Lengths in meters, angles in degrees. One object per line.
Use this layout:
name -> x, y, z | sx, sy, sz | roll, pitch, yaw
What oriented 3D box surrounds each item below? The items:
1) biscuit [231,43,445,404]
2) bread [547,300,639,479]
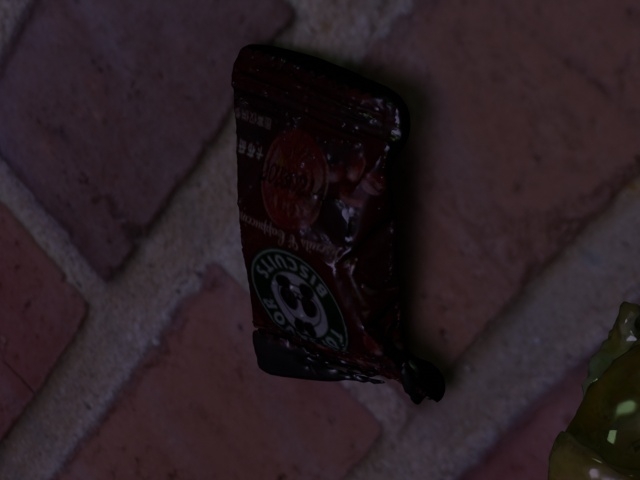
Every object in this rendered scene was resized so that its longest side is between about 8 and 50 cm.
biscuit -> 0.005, 0.001, 1.059 | 0.151, 0.063, 0.235 | 21, 128, 43
bread -> 0.247, 0.160, 0.853 | 0.252, 0.238, 0.196 | 14, 151, 25
